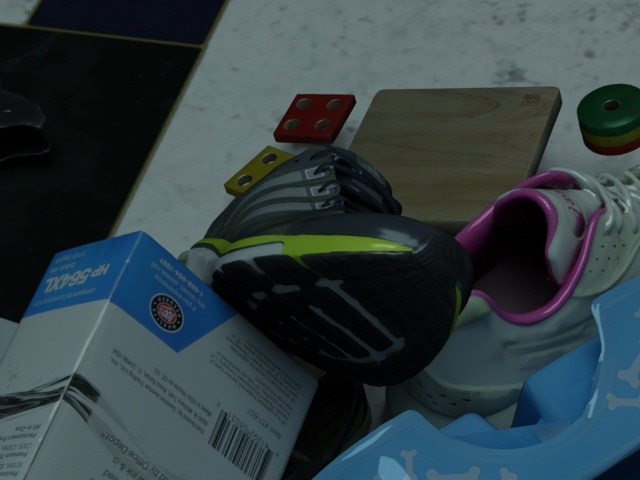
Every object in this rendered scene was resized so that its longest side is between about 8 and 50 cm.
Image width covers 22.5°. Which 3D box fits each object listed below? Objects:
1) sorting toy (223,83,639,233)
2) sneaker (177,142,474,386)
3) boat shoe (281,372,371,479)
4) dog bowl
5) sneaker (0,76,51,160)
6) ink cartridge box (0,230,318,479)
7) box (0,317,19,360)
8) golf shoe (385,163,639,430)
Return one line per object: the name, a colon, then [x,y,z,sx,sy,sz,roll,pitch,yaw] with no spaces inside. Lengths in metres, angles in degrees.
sorting toy: [0.075,-0.043,1.062,0.274,0.046,0.132,2,44,26]
sneaker: [0.000,0.000,0.888,0.121,0.111,0.300,-56,20,-14]
boat shoe: [-0.024,0.129,0.913,0.056,0.049,0.152,21,52,23]
dog bowl: [0.105,0.126,0.833,0.297,0.166,0.074,-27,61,-20]
sneaker: [-0.281,-0.083,1.148,0.170,0.051,0.089,-8,41,-7]
ink cartridge box: [-0.105,0.122,0.830,0.086,0.148,0.203,-11,46,44]
box: [-0.177,0.114,0.908,0.087,0.102,0.101,16,51,23]
golf shoe: [0.168,0.008,0.951,0.306,0.140,0.115,-34,51,-27]
